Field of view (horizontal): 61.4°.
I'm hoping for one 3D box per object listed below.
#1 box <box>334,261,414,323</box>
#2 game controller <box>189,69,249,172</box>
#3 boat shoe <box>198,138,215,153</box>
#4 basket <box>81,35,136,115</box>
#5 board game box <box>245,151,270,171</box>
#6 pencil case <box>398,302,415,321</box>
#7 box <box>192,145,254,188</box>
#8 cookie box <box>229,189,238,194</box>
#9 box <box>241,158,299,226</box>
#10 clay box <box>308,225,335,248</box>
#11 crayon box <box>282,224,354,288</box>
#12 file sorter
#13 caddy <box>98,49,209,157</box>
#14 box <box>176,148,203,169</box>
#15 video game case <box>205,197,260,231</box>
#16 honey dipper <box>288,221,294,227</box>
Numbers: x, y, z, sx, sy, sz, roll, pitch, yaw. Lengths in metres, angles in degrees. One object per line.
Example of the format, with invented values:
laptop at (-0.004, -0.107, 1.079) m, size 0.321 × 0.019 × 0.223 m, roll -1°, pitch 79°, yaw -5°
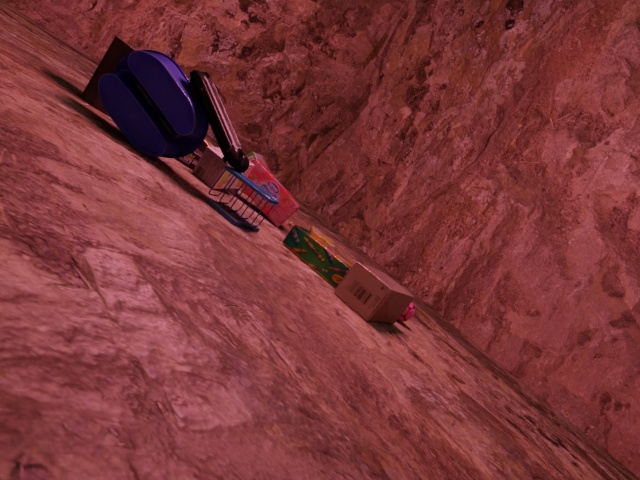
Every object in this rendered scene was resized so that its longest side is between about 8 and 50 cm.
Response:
box at (0.179, 0.173, 1.715) m, size 0.148 × 0.121 × 0.311 m, roll 39°, pitch 6°, yaw 25°
game controller at (-0.301, -0.355, 1.619) m, size 0.166 × 0.067 × 0.319 m, roll 73°, pitch -6°, yaw -80°
boat shoe at (-0.549, -0.426, 2.306) m, size 0.302 × 0.109 × 0.098 m, roll 41°, pitch 3°, yaw -20°
basket at (-0.672, -0.534, 1.786) m, size 0.154 × 0.227 × 0.204 m, roll 35°, pitch 7°, yaw -21°
board game box at (-0.280, -0.304, 2.637) m, size 0.316 × 0.064 × 0.242 m, roll -73°, pitch 137°, yaw -84°
pencil case at (0.245, 0.213, 1.965) m, size 0.209 × 0.095 × 0.098 m, roll 36°, pitch 40°, yaw -25°
box at (-0.344, -0.259, 1.935) m, size 0.103 × 0.114 × 0.203 m, roll 39°, pitch 16°, yaw 12°
cookie box at (-0.362, -0.226, 2.112) m, size 0.092 × 0.040 × 0.107 m, roll 36°, pitch 6°, yaw -15°
box at (-0.207, -0.188, 2.114) m, size 0.257 × 0.122 × 0.128 m, roll 48°, pitch 4°, yaw -7°
clay box at (0.000, 0.000, 2.415) m, size 0.127 × 0.053 × 0.222 m, roll 36°, pitch 7°, yaw -5°
crayon box at (0.021, 0.069, 1.813) m, size 0.278 × 0.081 × 0.165 m, roll 39°, pitch 6°, yaw 24°
file sorter at (-0.230, -0.129, 1.616) m, size 0.170 × 0.104 × 0.118 m, roll 37°, pitch 6°, yaw 4°
caddy at (-0.493, -0.406, 1.620) m, size 0.341 × 0.241 × 0.179 m, roll 55°, pitch 10°, yaw -10°
box at (-0.537, -0.355, 2.009) m, size 0.216 × 0.060 × 0.270 m, roll 32°, pitch 7°, yaw -37°
video game case at (-0.259, -0.074, 1.613) m, size 0.119 × 0.015 × 0.166 m, roll 38°, pitch 5°, yaw 19°
honey dipper at (-0.112, -0.058, 2.322) m, size 0.030 × 0.030 × 0.161 m, roll 34°, pitch 4°, yaw -22°
